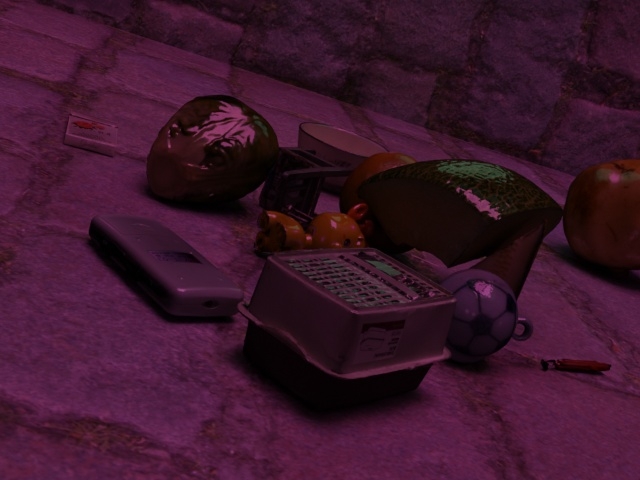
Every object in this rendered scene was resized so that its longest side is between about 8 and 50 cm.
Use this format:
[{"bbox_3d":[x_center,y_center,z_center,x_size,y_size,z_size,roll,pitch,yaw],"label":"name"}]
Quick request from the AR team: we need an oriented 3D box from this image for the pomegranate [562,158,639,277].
[{"bbox_3d":[0.793,-0.060,2.591,0.332,0.332,0.332,18,17,-6],"label":"pomegranate"}]

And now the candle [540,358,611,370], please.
[{"bbox_3d":[0.456,0.225,1.807,0.167,0.021,0.026,7,11,-32],"label":"candle"}]

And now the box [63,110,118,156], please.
[{"bbox_3d":[-0.496,-0.234,2.169,0.109,0.029,0.198,15,18,-16],"label":"box"}]

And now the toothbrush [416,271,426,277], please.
[{"bbox_3d":[0.269,0.110,1.968,0.204,0.017,0.022,27,38,26],"label":"toothbrush"}]

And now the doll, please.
[{"bbox_3d":[0.000,0.000,1.838,0.221,0.143,0.135,-3,24,-28],"label":"doll"}]

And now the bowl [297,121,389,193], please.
[{"bbox_3d":[0.041,-0.195,2.473,0.238,0.126,0.238,18,17,-6],"label":"bowl"}]

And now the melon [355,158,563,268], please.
[{"bbox_3d":[0.295,-0.053,1.892,0.331,0.226,0.343,3,15,45],"label":"melon"}]

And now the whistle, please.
[{"bbox_3d":[0.221,0.112,1.668,0.290,0.163,0.163,18,17,-7],"label":"whistle"}]

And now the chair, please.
[{"bbox_3d":[-0.061,-0.108,2.076,0.147,0.136,0.270,28,20,29],"label":"chair"}]

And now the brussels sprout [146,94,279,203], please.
[{"bbox_3d":[-0.224,-0.174,1.995,0.219,0.210,0.271,44,42,16],"label":"brussels sprout"}]

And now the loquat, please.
[{"bbox_3d":[0.144,-0.084,2.085,0.213,0.213,0.246,21,30,3],"label":"loquat"}]

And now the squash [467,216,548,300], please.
[{"bbox_3d":[0.301,0.041,1.809,0.169,0.252,0.093,28,17,25],"label":"squash"}]

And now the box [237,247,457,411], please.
[{"bbox_3d":[0.041,0.120,1.423,0.220,0.166,0.290,32,21,35],"label":"box"}]

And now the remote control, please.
[{"bbox_3d":[-0.249,0.034,1.560,0.140,0.056,0.296,6,20,-43],"label":"remote control"}]
